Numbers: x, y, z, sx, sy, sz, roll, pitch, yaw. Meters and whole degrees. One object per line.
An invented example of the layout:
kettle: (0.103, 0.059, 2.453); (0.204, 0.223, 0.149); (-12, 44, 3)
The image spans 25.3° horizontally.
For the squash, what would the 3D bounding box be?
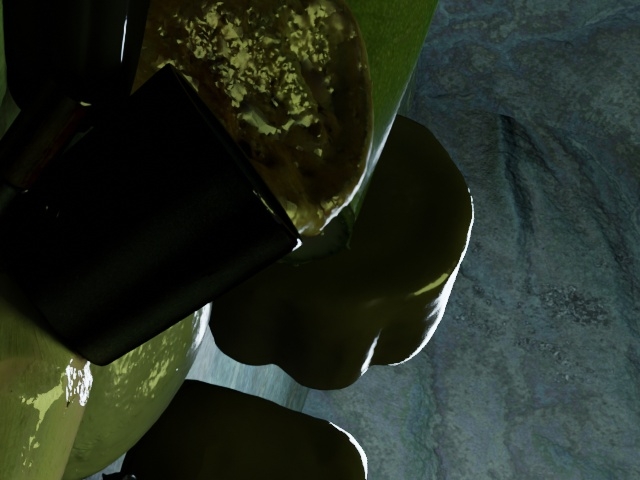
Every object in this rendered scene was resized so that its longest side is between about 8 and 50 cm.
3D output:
squash: (-0.029, -0.194, 1.620); (0.263, 0.263, 0.384); (90, 18, -58)

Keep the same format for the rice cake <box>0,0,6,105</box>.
rice cake: (-0.242, -0.177, 0.951); (0.069, 0.063, 0.206); (-77, 176, -49)

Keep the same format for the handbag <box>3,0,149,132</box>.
handbag: (-0.174, -0.231, 1.079); (0.254, 0.093, 0.308); (-86, -173, -47)

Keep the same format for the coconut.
coconut: (-0.250, 0.108, 1.051); (0.171, 0.170, 0.183); (-2, 108, -81)

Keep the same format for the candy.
candy: (-0.196, 0.074, 1.260); (0.295, 0.185, 0.296); (14, 90, -87)

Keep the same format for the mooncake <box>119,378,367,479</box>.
mooncake: (-0.139, 0.372, 1.550); (0.467, 0.262, 0.467); (-63, -176, 9)

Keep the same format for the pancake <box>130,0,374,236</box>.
pancake: (-0.066, -0.161, 1.349); (0.356, 0.065, 0.356); (21, 61, -43)

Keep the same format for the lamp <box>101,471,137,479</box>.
lamp: (-0.279, 0.332, 1.250); (0.283, 0.124, 0.203); (-32, -173, 17)

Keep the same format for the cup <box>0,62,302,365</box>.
cup: (-0.151, -0.039, 1.040); (0.239, 0.177, 0.166); (52, 4, -30)

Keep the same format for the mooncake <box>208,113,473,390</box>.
mooncake: (0.000, 0.000, 1.808); (0.201, 0.378, 0.378); (102, 8, -49)
